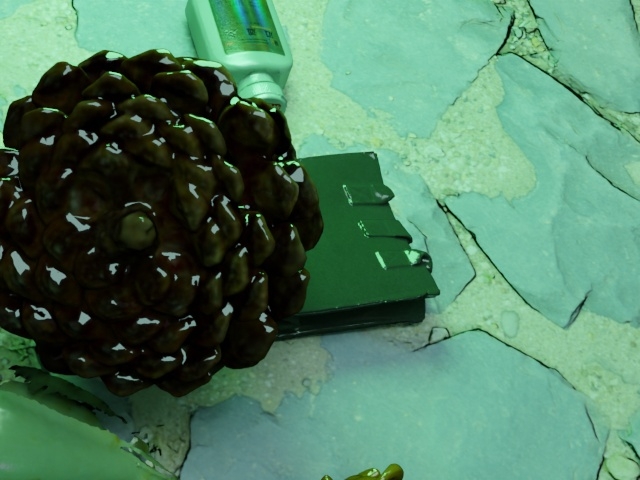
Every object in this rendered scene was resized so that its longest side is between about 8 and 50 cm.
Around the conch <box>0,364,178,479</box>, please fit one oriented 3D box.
[{"bbox_3d":[-0.289,0.206,1.602,0.250,0.143,0.137,2,93,-33],"label":"conch"}]

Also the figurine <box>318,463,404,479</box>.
[{"bbox_3d":[0.029,0.304,1.620,0.176,0.122,0.121,-32,70,-36],"label":"figurine"}]

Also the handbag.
[{"bbox_3d":[-0.001,0.001,1.889,0.260,0.079,0.247,-6,55,-23],"label":"handbag"}]

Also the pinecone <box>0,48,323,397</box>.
[{"bbox_3d":[-0.196,-0.026,1.664,0.398,0.398,0.398,9,50,-11],"label":"pinecone"}]

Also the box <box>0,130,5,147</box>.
[{"bbox_3d":[-0.479,-0.063,1.793,0.240,0.074,0.153,-30,62,-34],"label":"box"}]

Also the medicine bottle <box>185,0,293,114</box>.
[{"bbox_3d":[-0.106,-0.259,2.064,0.121,0.083,0.229,-2,54,-23],"label":"medicine bottle"}]
